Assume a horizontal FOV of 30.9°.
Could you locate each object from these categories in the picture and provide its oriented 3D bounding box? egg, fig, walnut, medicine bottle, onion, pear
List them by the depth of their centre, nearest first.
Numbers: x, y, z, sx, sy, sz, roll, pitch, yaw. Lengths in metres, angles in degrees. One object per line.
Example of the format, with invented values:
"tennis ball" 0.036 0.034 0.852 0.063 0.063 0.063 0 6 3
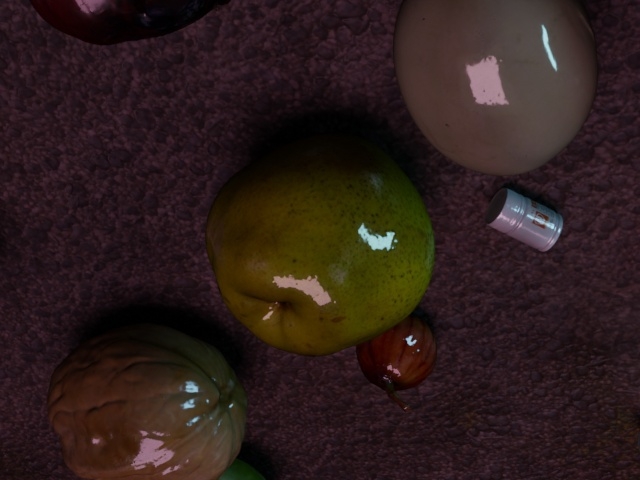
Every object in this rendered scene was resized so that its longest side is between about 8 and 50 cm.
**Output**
"onion" -0.199 -0.341 1.206 0.281 0.221 0.281 -15 137 -15
"egg" 0.190 -0.196 1.261 0.219 0.219 0.269 -7 136 17
"pear" 0.000 0.000 1.453 0.294 0.294 0.294 6 135 6
"medicine bottle" 0.268 -0.027 1.521 0.089 0.057 0.057 25 134 -12
"fig" 0.113 0.178 1.710 0.128 0.150 0.128 -4 171 -1
"walnut" -0.270 0.268 1.786 0.313 0.252 0.277 -18 139 32

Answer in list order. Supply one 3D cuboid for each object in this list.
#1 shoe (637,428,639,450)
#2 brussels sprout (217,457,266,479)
"shoe" 0.618 0.321 1.776 0.251 0.103 0.100 11 180 18
"brussels sprout" -0.196 0.467 2.004 0.244 0.244 0.244 6 135 6
